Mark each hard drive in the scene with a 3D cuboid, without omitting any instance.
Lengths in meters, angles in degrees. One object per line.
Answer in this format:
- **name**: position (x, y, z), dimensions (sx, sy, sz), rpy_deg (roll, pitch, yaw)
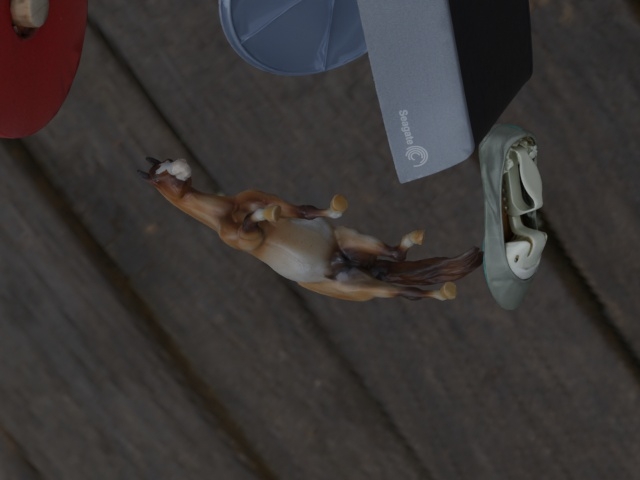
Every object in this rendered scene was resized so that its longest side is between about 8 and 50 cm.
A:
- **hard drive**: position (0.070, -0.180, 0.949), dimensions (0.054, 0.172, 0.254), rpy_deg (0, 117, 26)

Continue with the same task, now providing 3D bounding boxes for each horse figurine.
- **horse figurine**: position (0.000, 0.000, 1.279), dimensions (0.263, 0.066, 0.174), rpy_deg (21, 167, -31)

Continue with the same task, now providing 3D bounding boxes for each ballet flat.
- **ballet flat**: position (0.214, -0.021, 1.760), dimensions (0.068, 0.072, 0.213), rpy_deg (9, 112, 48)

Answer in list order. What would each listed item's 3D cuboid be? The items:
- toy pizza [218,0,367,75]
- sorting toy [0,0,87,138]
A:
- **toy pizza**: position (0.006, -0.218, 1.269), dimensions (0.032, 0.201, 0.201), rpy_deg (52, 130, 37)
- **sorting toy**: position (-0.117, -0.165, 0.545), dimensions (0.089, 0.257, 0.255), rpy_deg (7, 129, 18)
